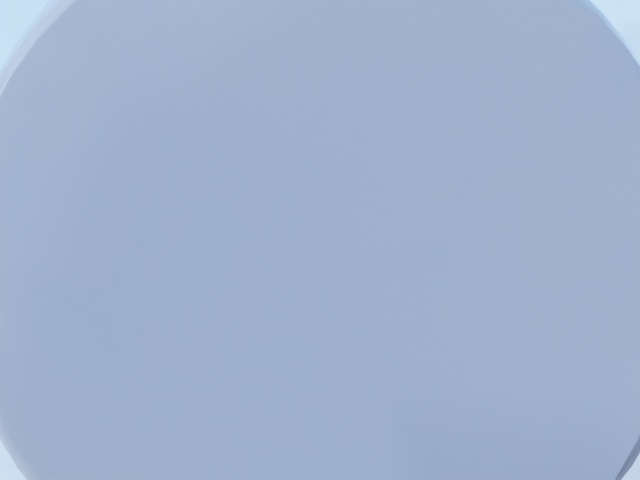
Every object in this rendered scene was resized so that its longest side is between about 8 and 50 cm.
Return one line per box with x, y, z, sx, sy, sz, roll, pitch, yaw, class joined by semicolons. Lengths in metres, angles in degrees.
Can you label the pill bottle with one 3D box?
0.000;0.000;0.612;0.210;0.210;0.363;-27;2;0;pill bottle
